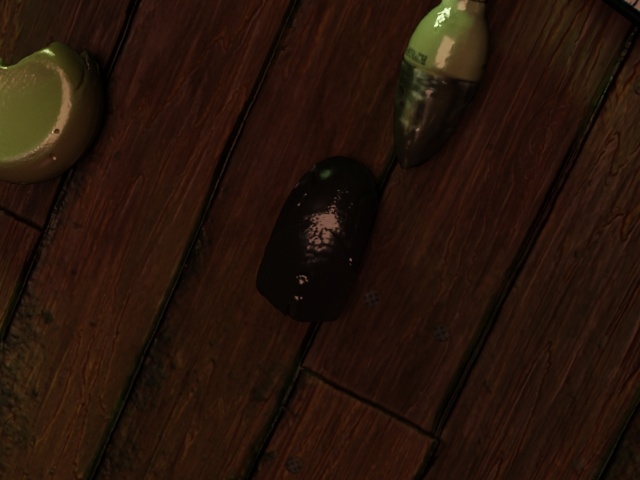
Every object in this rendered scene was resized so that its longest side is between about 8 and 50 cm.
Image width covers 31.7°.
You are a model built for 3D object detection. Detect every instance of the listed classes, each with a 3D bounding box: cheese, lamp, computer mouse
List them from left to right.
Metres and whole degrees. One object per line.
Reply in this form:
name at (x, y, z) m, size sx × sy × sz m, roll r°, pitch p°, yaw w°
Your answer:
cheese at (-0.372, -0.173, 1.491) m, size 0.202 × 0.091 × 0.175 m, roll -35°, pitch 86°, yaw 13°
computer mouse at (0.000, 0.000, 1.422) m, size 0.122 × 0.073 × 0.217 m, roll 23°, pitch 101°, yaw 11°
lamp at (0.145, -0.200, 1.359) m, size 0.101 × 0.101 × 0.250 m, roll 21°, pitch 112°, yaw 11°

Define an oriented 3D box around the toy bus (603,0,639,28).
toy bus at (0.355, -0.341, 1.272) m, size 0.275 × 0.138 × 0.167 m, roll 39°, pitch 105°, yaw 5°
